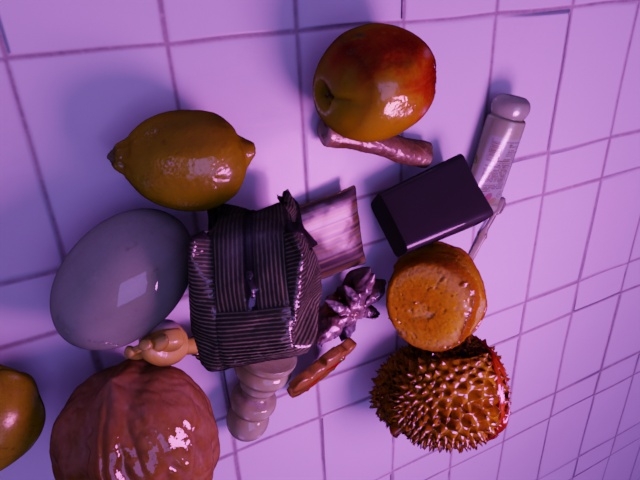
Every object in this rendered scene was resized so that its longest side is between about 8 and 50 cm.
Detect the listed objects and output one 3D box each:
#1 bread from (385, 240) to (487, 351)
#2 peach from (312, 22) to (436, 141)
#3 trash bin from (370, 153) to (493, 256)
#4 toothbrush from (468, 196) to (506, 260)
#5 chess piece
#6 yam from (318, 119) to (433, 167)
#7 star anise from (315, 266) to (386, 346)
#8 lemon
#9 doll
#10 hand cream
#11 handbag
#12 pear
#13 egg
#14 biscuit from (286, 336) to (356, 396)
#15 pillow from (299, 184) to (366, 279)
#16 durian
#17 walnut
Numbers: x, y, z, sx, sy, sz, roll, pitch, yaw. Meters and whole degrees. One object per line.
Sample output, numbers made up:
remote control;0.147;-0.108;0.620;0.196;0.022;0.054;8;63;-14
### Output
bread;0.271;0.138;1.256;0.145;0.268;0.269;-31;138;-65
peach;0.103;-0.299;0.990;0.230;0.231;0.231;-12;118;-24
trash bin;0.255;-0.077;1.215;0.225;0.115;0.165;-23;82;-14
toothbrush;0.440;0.012;1.449;0.028;0.026;0.295;18;104;-50
chess piece;-0.153;0.362;1.227;0.144;0.144;0.252;2;118;-30
yam;0.127;-0.214;1.145;0.299;0.066;0.066;7;109;-31
star anise;0.067;0.167;1.260;0.236;0.093;0.229;-30;141;-31
lemon;-0.236;-0.138;0.906;0.248;0.184;0.184;-5;116;-13
doll;-0.273;0.211;1.060;0.117;0.086;0.291;-29;159;21
hand cream;0.440;-0.208;1.304;0.147;0.093;0.306;-6;117;-33
handbag;-0.124;0.053;0.964;0.247;0.341;0.241;-8;111;-2
pear;-0.601;0.317;0.925;0.198;0.198;0.198;-12;118;-24
egg;-0.349;0.069;0.925;0.283;0.203;0.203;-50;127;-11
biscuit;-0.009;0.326;1.267;0.212;0.041;0.239;-31;162;-37
pillow;0.000;0.000;1.181;0.208;0.052;0.212;-21;121;-15
durian;0.332;0.399;1.396;0.384;0.347;0.348;-32;125;-24
walnut;-0.359;0.389;1.019;0.305;0.306;0.344;-22;125;-19
